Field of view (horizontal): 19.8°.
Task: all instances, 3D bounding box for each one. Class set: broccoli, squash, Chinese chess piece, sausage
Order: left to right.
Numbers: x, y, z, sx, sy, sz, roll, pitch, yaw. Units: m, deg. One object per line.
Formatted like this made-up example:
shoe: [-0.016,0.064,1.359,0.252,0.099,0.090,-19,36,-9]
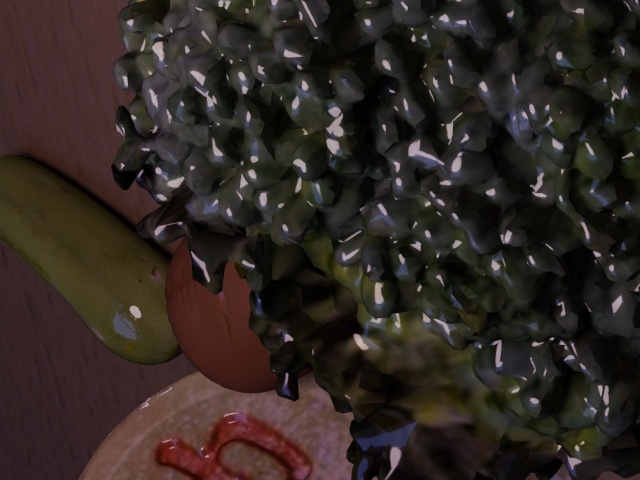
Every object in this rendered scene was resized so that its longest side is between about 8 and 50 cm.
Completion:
squash: [-0.184,0.009,1.381,0.250,0.083,0.083,37,148,32]
Chinese chess piece: [-0.039,0.206,1.184,0.270,0.270,0.112,31,163,36]
sausage: [0.000,0.000,1.050,0.121,0.121,0.304,52,150,2]
broccoli: [0.104,-0.047,0.688,0.334,0.272,0.324,-41,70,18]

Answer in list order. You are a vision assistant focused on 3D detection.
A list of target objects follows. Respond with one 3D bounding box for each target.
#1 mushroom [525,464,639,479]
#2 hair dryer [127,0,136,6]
mushroom: [0.120,0.105,0.904,0.226,0.178,0.226,38,173,5]
hair dryer: [-0.064,-0.092,1.131,0.071,0.047,0.150,23,146,42]
